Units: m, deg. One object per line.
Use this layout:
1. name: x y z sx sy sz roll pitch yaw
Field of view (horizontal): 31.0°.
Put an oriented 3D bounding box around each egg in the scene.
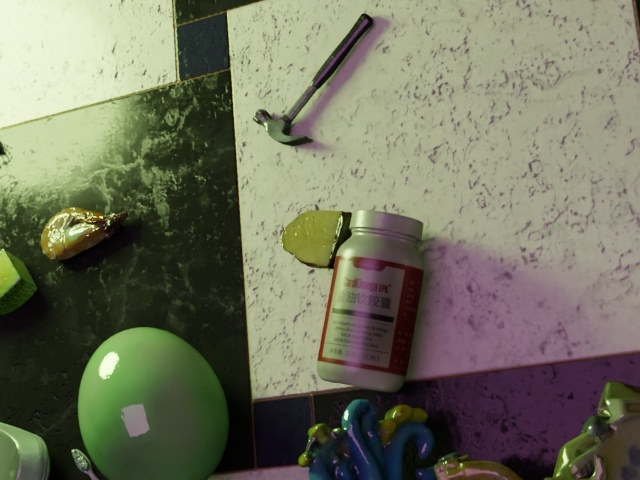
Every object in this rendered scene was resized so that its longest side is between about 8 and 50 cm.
1. egg: -0.254 0.258 1.738 0.220 0.220 0.269 -33 67 17

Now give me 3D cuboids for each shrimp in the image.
1. shrimp: -0.408 -0.019 1.970 0.184 0.043 0.091 -12 71 25

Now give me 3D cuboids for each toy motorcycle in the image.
1. toy motorcycle: 0.315 0.328 1.459 0.410 0.168 0.237 -22 69 -1

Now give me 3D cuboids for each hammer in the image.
1. hammer: 0.004 -0.254 1.822 0.246 0.029 0.103 -49 63 8

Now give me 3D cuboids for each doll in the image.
1. doll: 0.075 0.375 1.512 0.099 0.346 0.341 140 126 -60

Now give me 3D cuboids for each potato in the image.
1. potato: 0.000 0.000 1.753 0.103 0.066 0.096 14 72 33

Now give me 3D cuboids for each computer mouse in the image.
1. computer mouse: -0.529 0.377 1.938 0.231 0.079 0.127 13 83 43

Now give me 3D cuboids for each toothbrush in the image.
1. toothbrush: -0.327 0.438 1.851 0.021 0.027 0.269 -42 66 -1

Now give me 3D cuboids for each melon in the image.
1. melon: -0.599 0.073 2.039 0.210 0.064 0.118 -10 71 22

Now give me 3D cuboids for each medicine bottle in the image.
1. medicine bottle: 0.076 0.088 1.659 0.131 0.131 0.250 7 84 27
